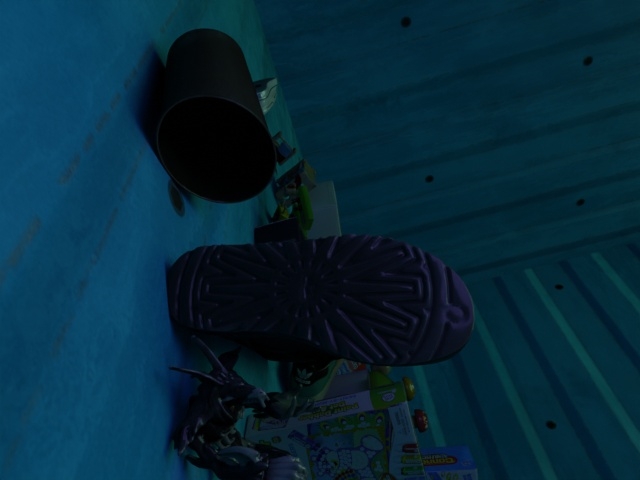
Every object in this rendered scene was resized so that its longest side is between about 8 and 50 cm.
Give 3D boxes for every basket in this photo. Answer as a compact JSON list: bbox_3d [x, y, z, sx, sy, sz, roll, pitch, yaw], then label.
[{"bbox_3d":[-0.164,-0.205,0.780,0.204,0.154,0.227,63,9,-53],"label":"basket"}]

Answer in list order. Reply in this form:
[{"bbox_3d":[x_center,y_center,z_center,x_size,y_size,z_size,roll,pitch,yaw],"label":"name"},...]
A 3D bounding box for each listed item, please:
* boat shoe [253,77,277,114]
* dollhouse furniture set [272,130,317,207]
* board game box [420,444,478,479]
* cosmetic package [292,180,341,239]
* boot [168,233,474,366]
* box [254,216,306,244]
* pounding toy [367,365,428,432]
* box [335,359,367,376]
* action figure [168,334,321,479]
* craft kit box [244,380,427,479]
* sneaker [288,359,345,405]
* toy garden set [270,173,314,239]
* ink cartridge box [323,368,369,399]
[{"bbox_3d":[-0.189,-0.466,1.674,0.258,0.095,0.084,-75,155,-59],"label":"boat shoe"},{"bbox_3d":[-0.119,-0.228,1.666,0.184,0.129,0.129,47,17,-22],"label":"dollhouse furniture set"},{"bbox_3d":[0.172,0.595,1.070,0.086,0.301,0.308,-74,157,-80],"label":"board game box"},{"bbox_3d":[0.000,0.000,1.815,0.197,0.155,0.366,-96,178,-56],"label":"cosmetic package"},{"bbox_3d":[0.026,0.131,0.789,0.445,0.366,0.146,65,35,-66],"label":"boot"},{"bbox_3d":[-0.075,0.074,1.175,0.207,0.108,0.153,-99,172,-46],"label":"box"},{"bbox_3d":[0.185,0.379,1.212,0.237,0.110,0.183,-58,134,-80],"label":"pounding toy"},{"bbox_3d":[0.034,0.316,1.401,0.122,0.128,0.257,44,-19,44],"label":"box"},{"bbox_3d":[-0.070,0.230,0.596,0.164,0.140,0.276,-73,151,-59],"label":"action figure"},{"bbox_3d":[0.037,0.358,0.808,0.061,0.246,0.250,-85,159,-68],"label":"craft kit box"},{"bbox_3d":[0.012,0.230,1.180,0.302,0.108,0.121,-62,163,-55],"label":"sneaker"},{"bbox_3d":[-0.085,-0.055,1.346,0.244,0.049,0.204,111,-27,-48],"label":"toy garden set"},{"bbox_3d":[0.068,0.471,1.263,0.168,0.171,0.233,-82,156,-76],"label":"ink cartridge box"}]
